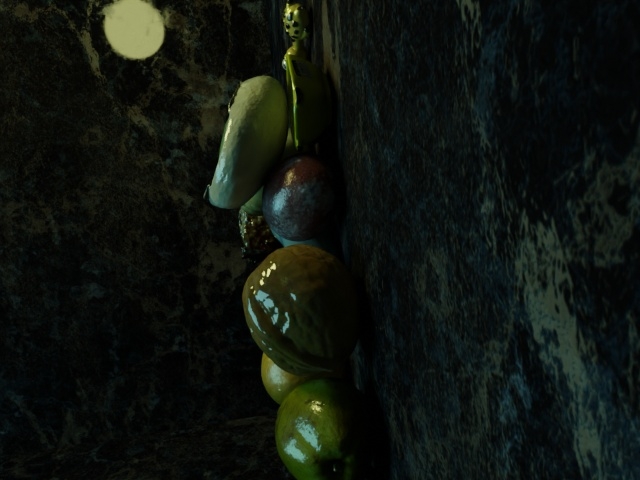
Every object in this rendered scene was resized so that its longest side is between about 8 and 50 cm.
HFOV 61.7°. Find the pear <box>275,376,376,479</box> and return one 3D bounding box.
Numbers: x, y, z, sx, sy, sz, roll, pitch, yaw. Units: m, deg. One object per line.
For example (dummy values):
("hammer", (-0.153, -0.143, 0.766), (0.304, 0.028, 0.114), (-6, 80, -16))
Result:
("pear", (0.015, 0.467, 1.302), (0.321, 0.269, 0.269), (-149, 53, -80))

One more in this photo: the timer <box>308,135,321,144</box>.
("timer", (-0.027, -0.366, 1.658), (0.140, 0.047, 0.128), (159, 103, -82))

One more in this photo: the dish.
("dish", (-0.027, -0.364, 1.408), (0.262, 0.108, 0.221), (-102, 8, -51))

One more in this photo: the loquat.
("loquat", (-0.053, 0.386, 1.655), (0.275, 0.275, 0.275), (173, 90, -83))

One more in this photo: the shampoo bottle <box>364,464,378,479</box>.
("shampoo bottle", (0.129, 0.645, 1.224), (0.359, 0.078, 0.134), (-128, 38, -77))

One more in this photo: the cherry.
("cherry", (-0.056, -0.117, 1.459), (0.285, 0.213, 0.236), (137, 120, -70))

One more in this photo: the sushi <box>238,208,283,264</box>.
("sushi", (-0.191, -0.052, 2.236), (0.281, 0.294, 0.299), (101, 162, -65))

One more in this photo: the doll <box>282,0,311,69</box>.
("doll", (-0.074, -0.604, 1.654), (0.117, 0.086, 0.291), (46, 157, 24))

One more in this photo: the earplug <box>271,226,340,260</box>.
("earplug", (-0.031, 0.029, 1.586), (0.324, 0.185, 0.185), (-113, 17, -50))

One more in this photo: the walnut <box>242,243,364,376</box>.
("walnut", (-0.039, 0.171, 1.313), (0.333, 0.333, 0.332), (173, 90, -83))

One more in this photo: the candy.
("candy", (-0.203, -0.260, 1.533), (0.427, 0.186, 0.386), (-74, 7, -52))

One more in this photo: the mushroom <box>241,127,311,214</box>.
("mushroom", (-0.159, -0.231, 1.899), (0.260, 0.352, 0.352), (40, 173, -3))
